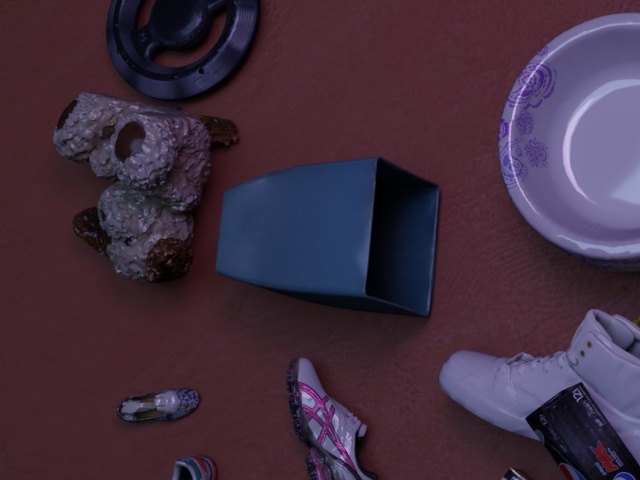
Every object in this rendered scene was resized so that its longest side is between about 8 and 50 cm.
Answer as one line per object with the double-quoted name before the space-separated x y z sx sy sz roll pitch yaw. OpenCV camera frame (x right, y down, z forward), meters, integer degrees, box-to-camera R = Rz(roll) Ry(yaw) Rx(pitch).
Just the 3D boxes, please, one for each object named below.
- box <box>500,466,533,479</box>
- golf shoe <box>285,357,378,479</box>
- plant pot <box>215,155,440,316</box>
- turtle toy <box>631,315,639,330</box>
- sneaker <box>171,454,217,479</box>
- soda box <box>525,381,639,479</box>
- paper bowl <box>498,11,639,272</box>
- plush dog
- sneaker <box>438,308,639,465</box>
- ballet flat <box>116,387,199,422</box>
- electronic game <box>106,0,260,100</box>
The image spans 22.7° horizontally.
"box" 0.188 0.378 1.834 0.087 0.058 0.232 38 96 24
"golf shoe" 0.011 0.227 1.946 0.086 0.067 0.186 -15 71 -8
"plant pot" 0.000 0.000 1.943 0.234 0.165 0.165 -1 79 31
"turtle toy" 0.387 0.103 1.796 0.066 0.095 0.130 28 91 2
"sneaker" -0.174 0.346 1.986 0.057 0.075 0.161 5 81 24
"soda box" 0.294 0.238 1.689 0.060 0.053 0.169 -33 85 -21
"paper bowl" 0.355 -0.105 1.813 0.284 0.148 0.284 -5 78 22
"plush dog" -0.220 -0.058 2.059 0.262 0.211 0.225 23 104 53
"sneaker" 0.273 0.140 1.781 0.292 0.108 0.169 21 117 29
"ballet flat" -0.213 0.213 2.051 0.114 0.041 0.041 -12 75 20
"electronic game" -0.186 -0.298 2.141 0.229 0.048 0.229 -5 76 23
